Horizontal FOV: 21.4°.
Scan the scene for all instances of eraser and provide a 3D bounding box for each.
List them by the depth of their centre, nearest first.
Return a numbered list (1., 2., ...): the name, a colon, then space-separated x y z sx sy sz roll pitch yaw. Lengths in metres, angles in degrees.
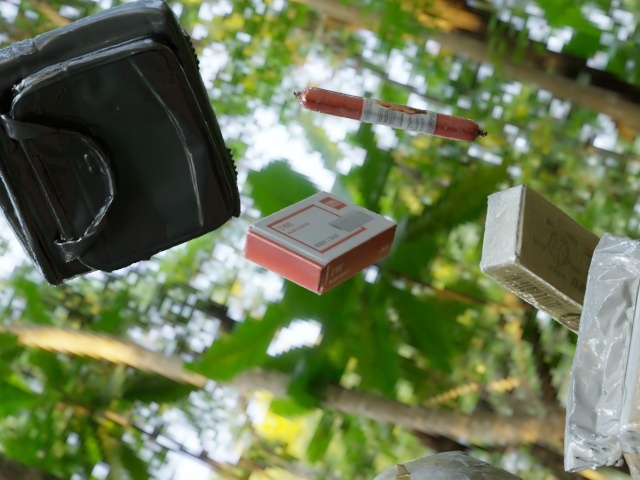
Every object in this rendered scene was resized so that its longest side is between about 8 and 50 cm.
1. eraser: 0.389 0.050 2.664 0.343 0.078 0.144 33 -125 -36

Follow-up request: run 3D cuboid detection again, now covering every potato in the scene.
1. potato: 0.184 0.328 2.067 0.239 0.299 0.116 10 -72 -26

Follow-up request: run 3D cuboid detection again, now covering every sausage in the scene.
1. sausage: 0.089 -0.157 2.129 0.034 0.253 0.034 -169 90 -80

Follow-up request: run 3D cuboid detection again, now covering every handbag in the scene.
1. handbag: -0.219 -0.091 1.717 0.244 0.088 0.275 -20 -52 -4

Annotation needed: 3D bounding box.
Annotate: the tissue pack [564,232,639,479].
1. tissue pack: 0.378 0.115 1.800 0.238 0.239 0.305 62 -143 -53

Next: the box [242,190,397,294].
1. box: 0.000 0.000 2.203 0.229 0.123 0.050 -27 -43 -60
